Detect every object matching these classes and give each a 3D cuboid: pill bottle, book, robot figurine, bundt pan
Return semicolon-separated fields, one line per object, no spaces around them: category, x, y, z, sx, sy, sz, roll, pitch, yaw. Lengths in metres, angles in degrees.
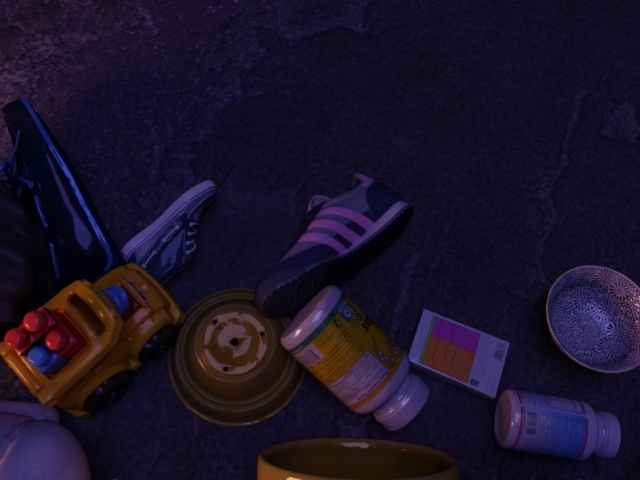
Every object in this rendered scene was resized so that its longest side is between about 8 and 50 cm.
pill bottle;0.343;0.272;0.905;0.160;0.087;0.087;10;67;1
book;0.213;0.176;0.968;0.144;0.035;0.096;22;64;5
robot figurine;-0.448;0.311;0.776;0.354;0.199;0.300;10;33;2
bundt pan;-0.524;0.050;0.870;0.331;0.124;0.330;-11;67;28
pill bottle;0.054;0.173;0.896;0.208;0.117;0.117;44;70;-4

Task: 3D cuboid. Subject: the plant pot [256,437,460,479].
plant pot;0.043;0.387;0.767;0.254;0.254;0.238;3;83;-3

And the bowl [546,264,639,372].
bowl;0.423;0.131;0.974;0.170;0.080;0.170;2;67;-4

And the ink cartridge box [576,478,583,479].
ink cartridge box;0.293;0.520;0.660;0.395;0.166;0.285;-42;113;-26

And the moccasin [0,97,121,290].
moccasin;-0.441;-0.078;0.978;0.117;0.137;0.342;-29;71;-10

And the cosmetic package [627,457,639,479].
cosmetic package;0.606;0.277;0.897;0.153;0.129;0.296;38;70;13

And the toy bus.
toy bus;-0.322;0.122;0.853;0.220;0.211;0.149;-44;74;-10

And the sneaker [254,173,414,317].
sneaker;0.000;0.000;0.980;0.319;0.112;0.131;-32;64;-33

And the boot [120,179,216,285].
boot;-0.222;-0.009;1.006;0.190;0.069;0.086;-43;83;-10

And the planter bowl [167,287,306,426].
planter bowl;-0.124;0.160;0.921;0.217;0.090;0.217;2;67;-4
